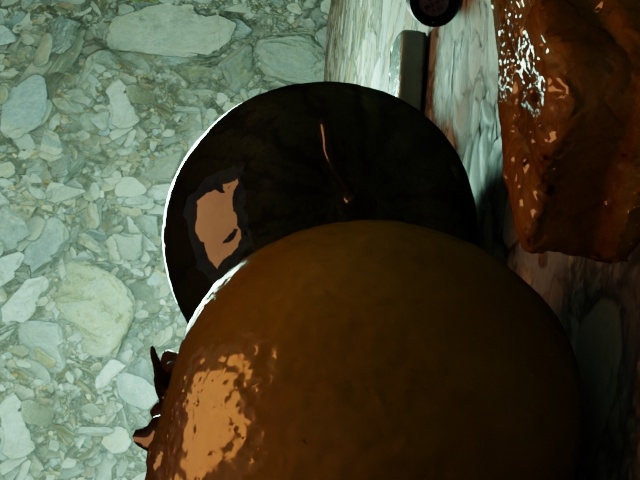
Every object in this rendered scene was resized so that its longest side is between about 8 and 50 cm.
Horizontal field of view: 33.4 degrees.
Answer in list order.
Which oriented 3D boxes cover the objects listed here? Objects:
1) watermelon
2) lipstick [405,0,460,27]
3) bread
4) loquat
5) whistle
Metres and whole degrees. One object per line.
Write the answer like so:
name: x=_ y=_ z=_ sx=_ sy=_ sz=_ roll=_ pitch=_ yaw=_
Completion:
watermelon: x=0.000 y=0.000 z=0.944 sx=0.359 sy=0.278 sz=0.279 roll=123 pitch=153 yaw=-74
lipstick: x=0.118 y=-0.275 z=1.238 sx=0.234 sy=0.053 sz=0.053 roll=-96 pitch=12 yaw=-78
bread: x=0.137 y=-0.111 z=0.587 sx=0.271 sy=0.077 sz=0.139 roll=-87 pitch=1 yaw=-48
loquat: x=0.016 y=0.121 z=0.641 sx=0.275 sy=0.274 sz=0.275 roll=-175 pitch=90 yaw=-86
whistle: x=0.045 y=-0.122 z=1.340 sx=0.163 sy=0.163 sz=0.290 roll=127 pitch=148 yaw=-82
